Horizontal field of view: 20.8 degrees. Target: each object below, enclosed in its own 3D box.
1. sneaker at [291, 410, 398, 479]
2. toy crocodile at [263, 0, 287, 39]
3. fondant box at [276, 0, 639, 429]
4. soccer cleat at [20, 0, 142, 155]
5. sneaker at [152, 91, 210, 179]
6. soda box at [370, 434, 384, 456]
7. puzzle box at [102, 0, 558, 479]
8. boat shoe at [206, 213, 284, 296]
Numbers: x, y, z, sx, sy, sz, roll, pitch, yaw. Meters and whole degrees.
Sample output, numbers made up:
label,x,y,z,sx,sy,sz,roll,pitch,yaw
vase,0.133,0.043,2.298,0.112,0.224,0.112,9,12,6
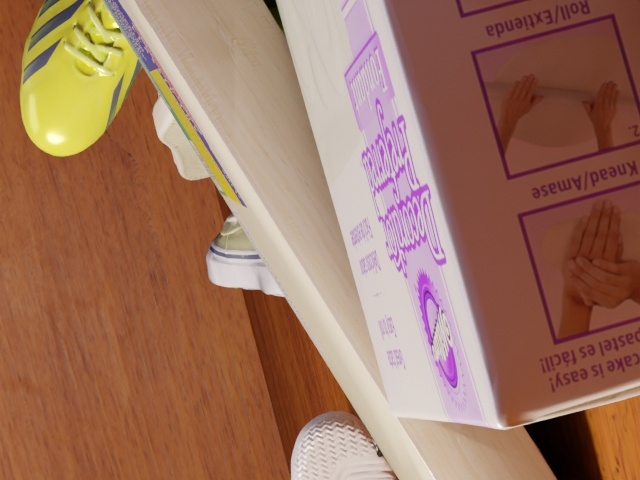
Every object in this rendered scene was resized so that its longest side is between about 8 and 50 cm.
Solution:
label,x,y,z,sx,sy,sz,roll,pitch,yaw
sneaker,0.012,0.233,1.577,0.153,0.101,0.269,-119,12,-54
toy crocodile,-0.026,-0.240,0.925,0.340,0.105,0.115,88,164,-47
fondant box,0.040,-0.102,0.644,0.238,0.096,0.330,138,115,-83
soccer cleat,-0.145,-0.196,1.350,0.093,0.289,0.121,31,178,-23
sneaker,-0.082,-0.151,1.416,0.350,0.131,0.148,136,127,-77
soda box,0.041,0.048,1.118,0.053,0.060,0.169,96,158,-70
puzzle box,0.000,0.000,0.901,0.409,0.052,0.272,58,176,-8
boat shoe,-0.026,-0.005,1.472,0.302,0.109,0.094,-176,86,-74
